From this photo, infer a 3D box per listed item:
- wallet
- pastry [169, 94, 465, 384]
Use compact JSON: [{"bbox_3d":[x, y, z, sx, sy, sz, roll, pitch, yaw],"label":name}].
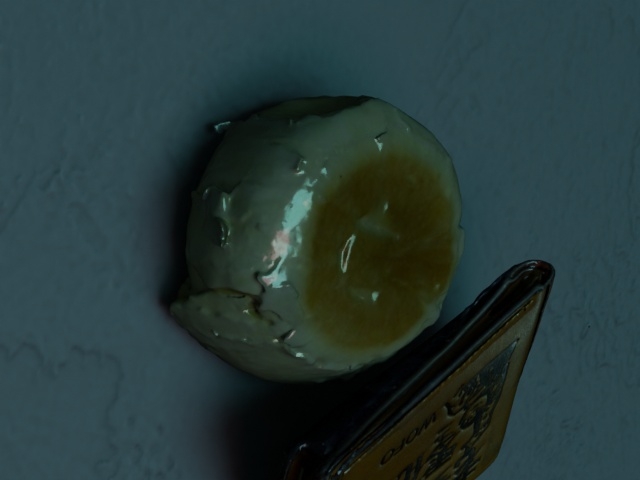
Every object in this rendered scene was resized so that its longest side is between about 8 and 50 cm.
[{"bbox_3d":[0.049,0.112,0.917,0.195,0.042,0.161,-33,154,-32],"label":"wallet"},{"bbox_3d":[0.000,0.000,0.861,0.166,0.088,0.165,-13,110,-37],"label":"pastry"}]
